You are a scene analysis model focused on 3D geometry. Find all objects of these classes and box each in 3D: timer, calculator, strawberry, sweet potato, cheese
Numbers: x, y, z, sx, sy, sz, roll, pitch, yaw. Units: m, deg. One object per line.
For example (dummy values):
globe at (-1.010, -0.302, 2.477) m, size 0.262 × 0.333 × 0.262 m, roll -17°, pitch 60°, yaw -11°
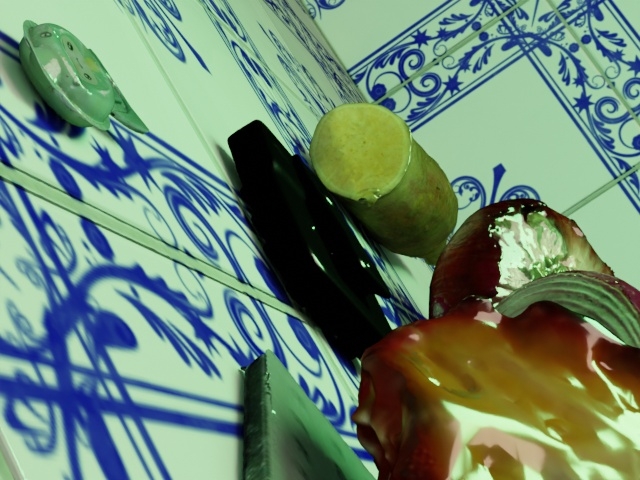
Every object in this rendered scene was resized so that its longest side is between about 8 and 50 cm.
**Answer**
timer at (0.000, 0.000, 0.946) m, size 0.144 × 0.055 × 0.187 m, roll 49°, pitch 11°, yaw -41°
calculator at (0.017, 0.158, 0.548) m, size 0.161 × 0.021 × 0.261 m, roll 53°, pitch 8°, yaw -19°
strawberry at (0.138, 0.174, 0.564) m, size 0.265 × 0.149 × 0.336 m, roll -15°, pitch 47°, yaw -37°
sweet potato at (0.106, -0.042, 1.491) m, size 0.337 × 0.131 × 0.131 m, roll 41°, pitch 17°, yaw -56°
cheese at (-0.125, -0.083, 0.649) m, size 0.067 × 0.026 × 0.121 m, roll 57°, pitch 8°, yaw 5°

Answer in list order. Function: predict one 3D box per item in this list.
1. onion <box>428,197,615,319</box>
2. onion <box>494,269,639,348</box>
onion at (0.210, 0.097, 1.362) m, size 0.272 × 0.195 × 0.272 m, roll 10°, pitch 73°, yaw -36°
onion at (0.255, 0.162, 1.150) m, size 0.230 × 0.272 × 0.256 m, roll -87°, pitch 175°, yaw -64°
